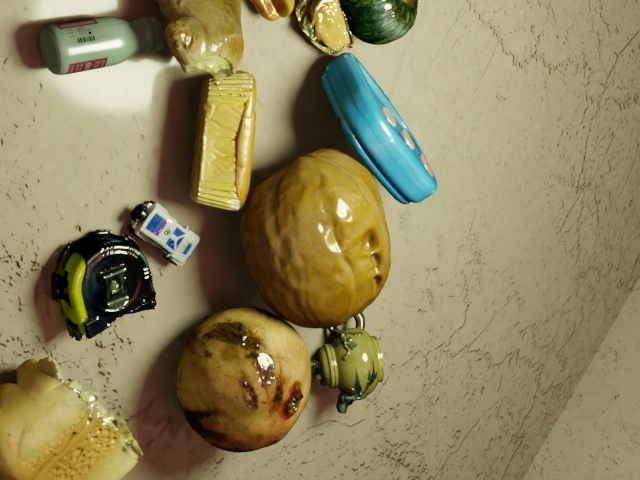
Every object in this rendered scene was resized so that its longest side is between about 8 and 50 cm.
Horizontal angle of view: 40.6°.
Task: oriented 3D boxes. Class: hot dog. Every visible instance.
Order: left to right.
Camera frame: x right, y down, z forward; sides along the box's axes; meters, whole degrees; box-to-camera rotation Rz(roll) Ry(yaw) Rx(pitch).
[{"bbox_3d":[-0.125,-0.554,1.739,0.269,0.109,0.072,64,24,-43],"label":"hot dog"}]

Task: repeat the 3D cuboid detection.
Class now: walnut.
[{"bbox_3d":[0.000,0.000,1.881,0.354,0.308,0.398,-45,131,-42],"label":"walnut"}]

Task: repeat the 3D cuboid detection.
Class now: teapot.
[{"bbox_3d":[0.057,0.297,2.167,0.182,0.173,0.269,-9,86,-8],"label":"teapot"}]

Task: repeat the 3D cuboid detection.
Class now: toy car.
[{"bbox_3d":[-0.319,-0.016,1.770,0.080,0.070,0.170,-56,133,-11],"label":"toy car"}]

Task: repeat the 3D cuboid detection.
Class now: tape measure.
[{"bbox_3d":[-0.423,0.080,1.685,0.199,0.112,0.186,-28,119,-34],"label":"tape measure"}]

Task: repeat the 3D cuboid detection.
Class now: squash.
[{"bbox_3d":[0.130,-0.544,1.921,0.218,0.172,0.218,-18,118,-38],"label":"squash"}]

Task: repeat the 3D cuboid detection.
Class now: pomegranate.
[{"bbox_3d":[-0.163,0.300,1.880,0.322,0.322,0.322,-15,114,-38],"label":"pomegranate"}]

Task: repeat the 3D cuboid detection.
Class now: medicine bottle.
[{"bbox_3d":[-0.393,-0.361,1.574,0.216,0.090,0.090,-20,117,-37],"label":"medicine bottle"}]

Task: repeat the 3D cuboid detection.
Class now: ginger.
[{"bbox_3d":[-0.238,-0.426,1.616,0.276,0.130,0.221,52,42,-19],"label":"ginger"}]

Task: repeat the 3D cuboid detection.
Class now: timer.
[{"bbox_3d":[0.131,-0.248,1.951,0.115,0.309,0.340,-32,133,14],"label":"timer"}]

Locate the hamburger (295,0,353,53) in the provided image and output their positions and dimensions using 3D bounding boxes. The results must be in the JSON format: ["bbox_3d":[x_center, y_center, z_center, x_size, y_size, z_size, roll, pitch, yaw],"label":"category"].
[{"bbox_3d":[-0.006,-0.479,1.890,0.102,0.087,0.176,-32,128,-9],"label":"hamburger"}]

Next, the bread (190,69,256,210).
[{"bbox_3d":[-0.198,-0.205,1.765,0.119,0.152,0.288,4,101,-18],"label":"bread"}]

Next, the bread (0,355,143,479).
[{"bbox_3d":[-0.521,0.381,1.642,0.270,0.211,0.316,-45,121,-12],"label":"bread"}]
